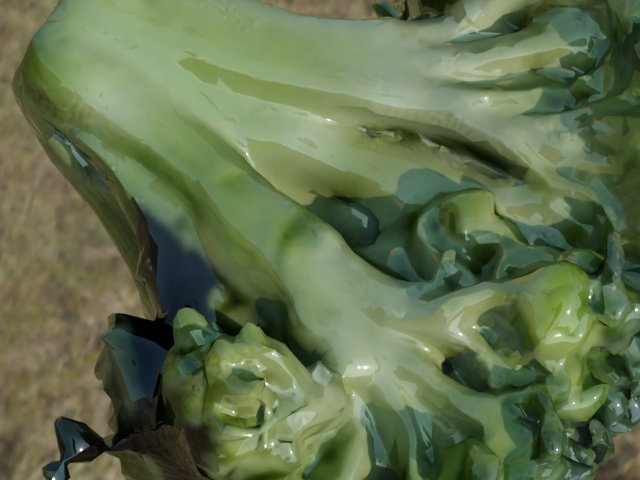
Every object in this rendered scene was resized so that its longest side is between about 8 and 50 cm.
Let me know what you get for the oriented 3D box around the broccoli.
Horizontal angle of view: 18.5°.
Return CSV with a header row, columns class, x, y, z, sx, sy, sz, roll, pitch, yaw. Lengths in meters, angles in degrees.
class,x,y,z,sx,sy,sz,roll,pitch,yaw
broccoli,0.003,-0.004,0.791,0.281,0.348,0.293,33,34,-5
